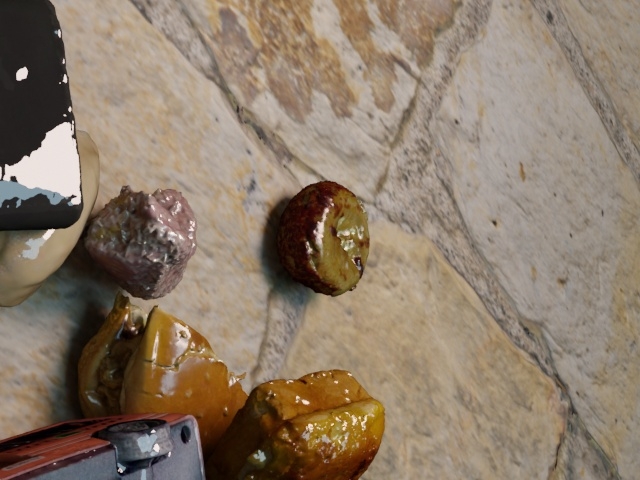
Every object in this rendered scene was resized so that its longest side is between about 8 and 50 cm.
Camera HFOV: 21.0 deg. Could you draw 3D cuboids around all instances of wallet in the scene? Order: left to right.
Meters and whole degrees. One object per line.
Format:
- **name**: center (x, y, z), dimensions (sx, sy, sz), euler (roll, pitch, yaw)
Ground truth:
- **wallet**: center (-0.397, -0.112, 1.490), dimensions (0.406, 0.062, 0.228), euler (-3, 82, -40)

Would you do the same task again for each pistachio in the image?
- **pistachio**: center (-0.289, -0.031, 1.687), dimensions (0.152, 0.126, 0.223), euler (82, 22, -45)

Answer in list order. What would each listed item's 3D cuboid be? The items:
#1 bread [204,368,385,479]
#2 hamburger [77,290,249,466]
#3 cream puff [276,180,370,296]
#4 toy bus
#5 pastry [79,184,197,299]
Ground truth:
- **bread**: center (-0.076, 0.299, 1.813), dimensions (0.185, 0.109, 0.380), euler (-11, 141, -49)
- **hamburger**: center (-0.151, 0.193, 1.847), dimensions (0.283, 0.144, 0.156), euler (55, 54, -41)
- **cream puff**: center (0.000, 0.000, 2.126), dimensions (0.149, 0.084, 0.149), euler (-3, 94, -57)
- **toy bus**: center (-0.289, 0.285, 1.575), dimensions (0.427, 0.233, 0.203), euler (-12, 98, -57)
- **pastry**: center (-0.185, 0.003, 1.798), dimensions (0.112, 0.103, 0.265), euler (-48, 177, 3)
